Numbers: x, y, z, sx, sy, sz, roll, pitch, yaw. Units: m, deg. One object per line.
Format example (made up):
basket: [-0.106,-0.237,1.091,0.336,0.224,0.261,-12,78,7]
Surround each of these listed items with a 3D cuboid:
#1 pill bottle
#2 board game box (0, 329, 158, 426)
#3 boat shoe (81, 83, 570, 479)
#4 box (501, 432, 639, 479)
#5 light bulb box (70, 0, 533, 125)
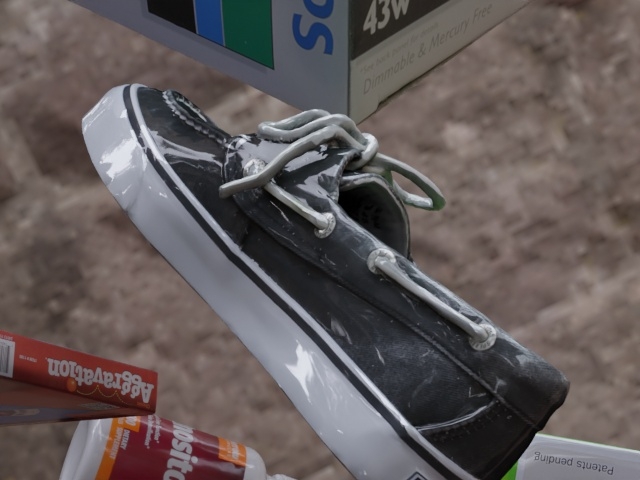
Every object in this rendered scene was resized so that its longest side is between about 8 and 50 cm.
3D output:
pill bottle: [-0.090,0.165,1.281,0.086,0.152,0.086,-160,90,-76]
board game box: [-0.242,0.081,1.062,0.281,0.027,0.145,-8,-19,35]
boat shoe: [-0.002,-0.001,0.880,0.105,0.113,0.306,-49,43,7]
box: [0.136,0.214,0.942,0.262,0.231,0.127,11,-6,-2]
light bulb box: [-0.005,-0.294,1.260,0.361,0.225,0.358,28,46,32]
